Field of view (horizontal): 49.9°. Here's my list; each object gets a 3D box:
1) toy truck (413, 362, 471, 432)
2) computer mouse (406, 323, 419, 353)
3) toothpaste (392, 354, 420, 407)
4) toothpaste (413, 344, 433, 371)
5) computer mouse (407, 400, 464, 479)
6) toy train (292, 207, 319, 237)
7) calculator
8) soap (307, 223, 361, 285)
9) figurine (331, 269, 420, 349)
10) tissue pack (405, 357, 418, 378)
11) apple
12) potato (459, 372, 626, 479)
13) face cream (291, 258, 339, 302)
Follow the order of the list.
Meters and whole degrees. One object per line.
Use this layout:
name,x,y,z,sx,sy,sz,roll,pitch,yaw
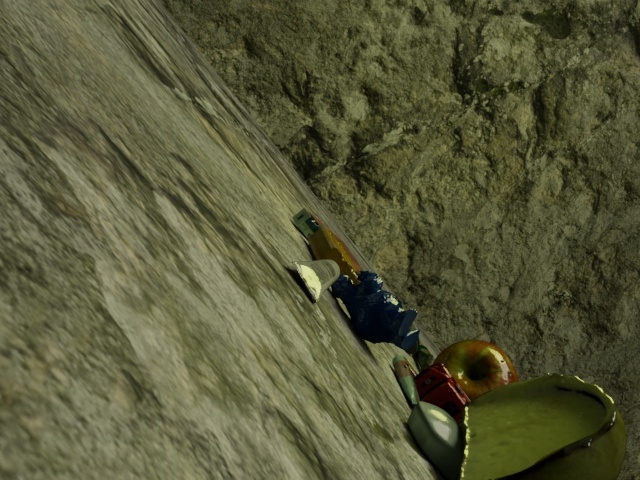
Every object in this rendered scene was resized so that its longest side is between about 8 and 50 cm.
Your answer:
toy truck,0.307,0.404,1.586,0.252,0.107,0.114,54,5,20
computer mouse,0.259,0.277,2.243,0.231,0.071,0.126,49,6,-27
toothpaste,0.202,0.333,1.585,0.056,0.036,0.205,52,9,-22
toothpaste,0.338,0.387,2.265,0.047,0.078,0.248,22,3,0
computer mouse,0.247,0.398,1.315,0.231,0.079,0.128,53,7,-30
toy train,0.000,0.000,1.990,0.234,0.051,0.052,52,4,-43
calculator,0.045,0.020,2.275,0.330,0.048,0.220,43,11,-47
soap,0.041,0.059,1.816,0.140,0.073,0.232,48,6,-23
figurine,0.108,0.155,1.574,0.262,0.121,0.164,24,-46,51
tissue pack,0.222,0.335,1.727,0.083,0.035,0.063,55,5,15
apple,0.415,0.397,1.860,0.246,0.246,0.226,56,-8,37
potato,0.404,0.395,1.193,0.212,0.280,0.330,62,18,-10
face cream,-0.006,0.075,1.429,0.092,0.058,0.244,58,11,5
